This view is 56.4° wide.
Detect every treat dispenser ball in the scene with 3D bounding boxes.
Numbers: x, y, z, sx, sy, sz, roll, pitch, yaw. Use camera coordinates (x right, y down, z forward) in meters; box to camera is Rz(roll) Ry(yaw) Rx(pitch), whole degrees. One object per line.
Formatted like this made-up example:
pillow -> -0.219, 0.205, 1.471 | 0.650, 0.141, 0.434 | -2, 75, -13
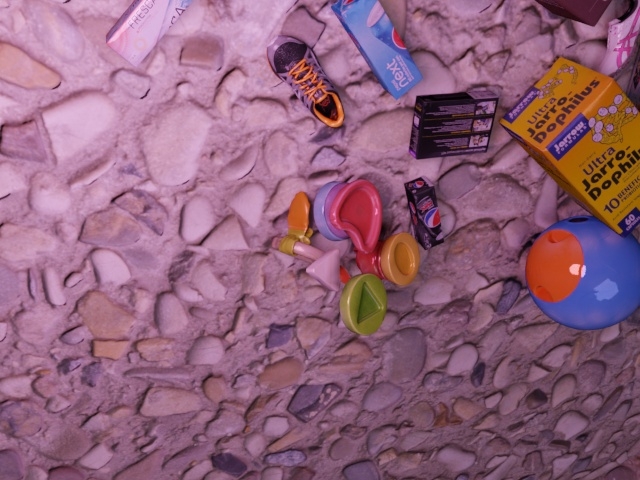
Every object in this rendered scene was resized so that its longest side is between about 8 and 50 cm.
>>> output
treat dispenser ball -> 0.667, 0.081, 1.506 | 0.288, 0.288, 0.288 | -10, 125, -14

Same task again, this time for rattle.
rattle -> 0.000, 0.000, 1.341 | 0.199, 0.143, 0.130 | 21, 156, -26

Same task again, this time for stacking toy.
stacking toy -> 0.060, 0.039, 1.301 | 0.309, 0.130, 0.280 | 52, 56, -33

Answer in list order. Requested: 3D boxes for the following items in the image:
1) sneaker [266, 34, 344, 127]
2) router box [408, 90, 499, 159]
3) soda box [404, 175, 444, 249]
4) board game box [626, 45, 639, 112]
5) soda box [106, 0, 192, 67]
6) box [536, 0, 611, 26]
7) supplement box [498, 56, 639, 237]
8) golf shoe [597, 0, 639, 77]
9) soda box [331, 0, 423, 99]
sneaker -> -0.019, -0.298, 1.127 | 0.084, 0.083, 0.215 | -40, 125, 10
router box -> 0.287, -0.250, 1.295 | 0.178, 0.046, 0.133 | -7, 125, -16
soda box -> 0.243, -0.062, 1.396 | 0.053, 0.060, 0.169 | -23, 127, -6
board game box -> 0.778, -0.353, 1.318 | 0.053, 0.193, 0.305 | -11, 125, -14
soda box -> -0.276, -0.380, 0.991 | 0.183, 0.058, 0.063 | -45, 126, 12
box -> 0.392, -0.562, 1.071 | 0.381, 0.143, 0.191 | 15, 115, -30
supplement box -> 0.609, -0.203, 1.334 | 0.356, 0.195, 0.194 | 34, 106, -28
golf shoe -> 0.654, -0.443, 1.301 | 0.086, 0.067, 0.186 | 26, 114, -3
soda box -> 0.110, -0.374, 1.134 | 0.071, 0.067, 0.210 | -38, 128, 7
